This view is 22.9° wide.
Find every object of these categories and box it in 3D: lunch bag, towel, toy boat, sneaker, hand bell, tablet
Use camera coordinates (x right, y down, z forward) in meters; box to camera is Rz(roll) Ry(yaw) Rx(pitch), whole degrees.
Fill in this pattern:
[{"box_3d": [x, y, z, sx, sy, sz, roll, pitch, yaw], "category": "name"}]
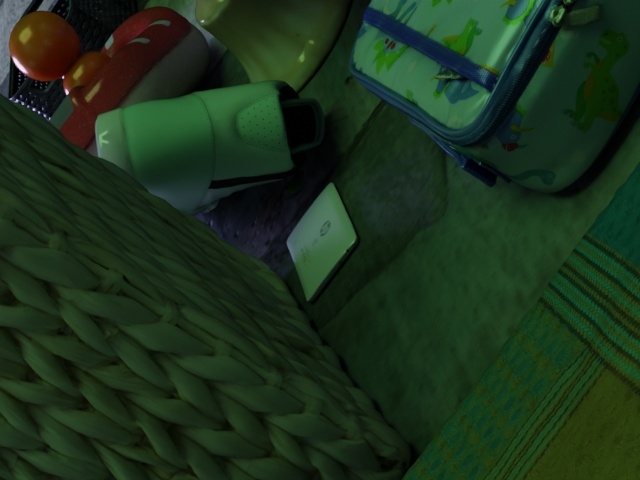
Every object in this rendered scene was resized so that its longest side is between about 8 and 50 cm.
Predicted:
[{"box_3d": [0.105, -0.128, 0.869, 0.176, 0.090, 0.219, -60, 23, 9], "category": "lunch bag"}, {"box_3d": [0.113, 0.073, 0.608, 0.370, 0.040, 0.271, -55, 10, 8], "category": "towel"}, {"box_3d": [-0.196, -0.138, 1.339, 0.151, 0.151, 0.231, -49, 5, 24], "category": "toy boat"}, {"box_3d": [-0.068, -0.057, 1.152, 0.256, 0.151, 0.094, 54, -154, -88], "category": "sneaker"}, {"box_3d": [-0.109, -0.209, 1.178, 0.126, 0.242, 0.126, -44, 31, 34], "category": "hand bell"}, {"box_3d": [0.000, 0.000, 1.031, 0.054, 0.006, 0.083, -53, 26, 17], "category": "tablet"}]

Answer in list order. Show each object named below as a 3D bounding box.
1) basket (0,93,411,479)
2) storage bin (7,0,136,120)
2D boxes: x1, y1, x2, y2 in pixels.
[{"box_3d": [-0.172, 0.098, 0.892, 0.266, 0.331, 0.328, -53, 26, 5], "category": "basket"}, {"box_3d": [-0.259, -0.208, 1.654, 0.122, 0.084, 0.180, -51, 26, 22], "category": "storage bin"}]
